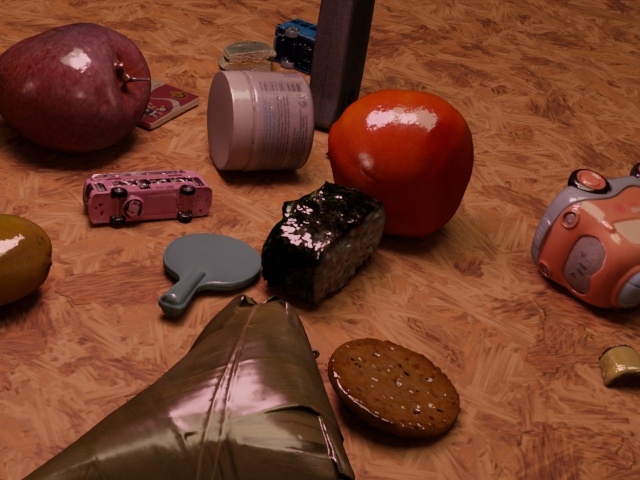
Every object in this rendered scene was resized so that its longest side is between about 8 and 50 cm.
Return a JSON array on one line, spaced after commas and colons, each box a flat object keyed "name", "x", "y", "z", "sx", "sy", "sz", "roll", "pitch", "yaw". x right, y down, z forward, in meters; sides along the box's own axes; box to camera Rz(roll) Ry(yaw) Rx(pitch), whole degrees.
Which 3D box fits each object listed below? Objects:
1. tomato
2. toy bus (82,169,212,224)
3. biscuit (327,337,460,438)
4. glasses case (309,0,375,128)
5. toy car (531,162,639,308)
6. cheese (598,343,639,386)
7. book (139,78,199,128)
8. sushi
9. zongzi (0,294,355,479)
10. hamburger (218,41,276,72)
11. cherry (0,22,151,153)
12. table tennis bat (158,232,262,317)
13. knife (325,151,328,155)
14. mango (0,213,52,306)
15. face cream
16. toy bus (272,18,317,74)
[{"name": "tomato", "x": 0.129, "y": -0.120, "z": 1.834, "sx": 0.259, "sy": 0.260, "sz": 0.180, "roll": 11, "pitch": 35, "yaw": 2}, {"name": "toy bus", "x": -0.280, "y": -0.071, "z": 1.815, "sx": 0.203, "sy": 0.063, "sz": 0.090, "roll": -5, "pitch": 31, "yaw": -26}, {"name": "biscuit", "x": 0.097, "y": 0.197, "z": 1.494, "sx": 0.187, "sy": 0.027, "sz": 0.188, "roll": 18, "pitch": 28, "yaw": -10}, {"name": "glasses case", "x": 0.040, "y": -0.378, "z": 2.146, "sx": 0.074, "sy": 0.323, "sz": 0.131, "roll": 19, "pitch": 29, "yaw": 18}, {"name": "toy car", "x": 0.488, "y": 0.011, "z": 1.797, "sx": 0.270, "sy": 0.181, "sz": 0.212, "roll": -6, "pitch": 44, "yaw": -25}, {"name": "cheese", "x": 0.450, "y": 0.183, "z": 1.622, "sx": 0.084, "sy": 0.041, "sz": 0.060, "roll": 8, "pitch": 29, "yaw": -1}, {"name": "book", "x": -0.373, "y": -0.283, "z": 2.170, "sx": 0.232, "sy": 0.022, "sz": 0.162, "roll": 24, "pitch": 34, "yaw": 20}, {"name": "sushi", "x": 0.000, "y": 0.000, "z": 1.717, "sx": 0.127, "sy": 0.124, "sz": 0.225, "roll": 23, "pitch": 40, "yaw": 22}, {"name": "zongzi", "x": -0.170, "y": 0.176, "z": 1.346, "sx": 0.418, "sy": 0.181, "sz": 0.447, "roll": 2, "pitch": 29, "yaw": -12}, {"name": "hamburger", "x": -0.158, "y": -0.392, "z": 2.379, "sx": 0.121, "sy": 0.054, "sz": 0.084, "roll": -6, "pitch": 36, "yaw": -12}, {"name": "cherry", "x": -0.435, "y": -0.264, "z": 1.943, "sx": 0.307, "sy": 0.221, "sz": 0.261, "roll": 6, "pitch": 21, "yaw": 19}, {"name": "table tennis bat", "x": -0.177, "y": 0.049, "z": 1.677, "sx": 0.149, "sy": 0.038, "sz": 0.237, "roll": 18, "pitch": 28, "yaw": 10}, {"name": "knife", "x": 0.088, "y": -0.113, "z": 2.022, "sx": 0.045, "sy": 0.021, "sz": 0.222, "roll": -18, "pitch": 42, "yaw": -33}, {"name": "mango", "x": -0.490, "y": 0.035, "z": 1.534, "sx": 0.251, "sy": 0.114, "sz": 0.156, "roll": -15, "pitch": 46, "yaw": -36}, {"name": "face cream", "x": -0.106, "y": -0.210, "z": 1.976, "sx": 0.153, "sy": 0.177, "sz": 0.177, "roll": -2, "pitch": 33, "yaw": -22}, {"name": "toy bus", "x": -0.003, "y": -0.405, "z": 2.404, "sx": 0.184, "sy": 0.090, "sz": 0.106, "roll": 25, "pitch": 33, "yaw": 24}]
